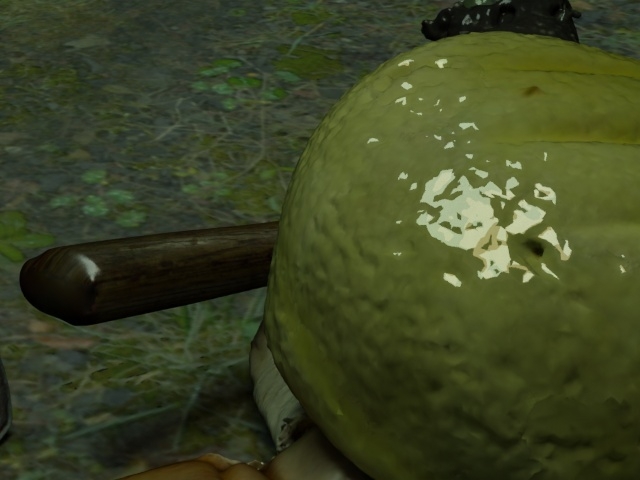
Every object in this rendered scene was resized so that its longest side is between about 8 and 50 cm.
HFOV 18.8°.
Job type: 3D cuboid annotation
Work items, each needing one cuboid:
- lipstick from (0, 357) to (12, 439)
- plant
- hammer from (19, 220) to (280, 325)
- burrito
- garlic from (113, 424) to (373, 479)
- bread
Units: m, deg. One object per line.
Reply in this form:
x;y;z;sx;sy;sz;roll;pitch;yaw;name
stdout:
-0.331;0.098;1.295;0.252;0.079;0.077;4;28;28;lipstick
0.154;-0.135;1.578;0.142;0.131;0.203;-16;24;-8;plant
0.000;0.000;1.276;0.408;0.095;0.242;-7;20;-36;hammer
0.000;0.101;1.187;0.087;0.060;0.226;24;11;-17;burrito
-0.070;0.176;0.992;0.217;0.110;0.228;-12;4;6;garlic
0.131;0.026;1.042;0.320;0.237;0.320;11;20;-4;bread
